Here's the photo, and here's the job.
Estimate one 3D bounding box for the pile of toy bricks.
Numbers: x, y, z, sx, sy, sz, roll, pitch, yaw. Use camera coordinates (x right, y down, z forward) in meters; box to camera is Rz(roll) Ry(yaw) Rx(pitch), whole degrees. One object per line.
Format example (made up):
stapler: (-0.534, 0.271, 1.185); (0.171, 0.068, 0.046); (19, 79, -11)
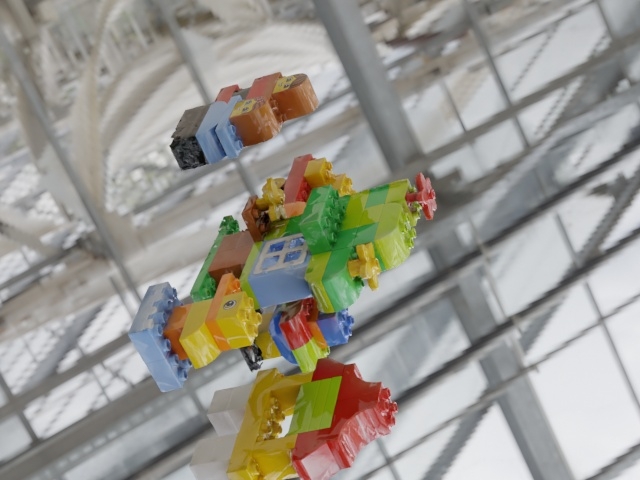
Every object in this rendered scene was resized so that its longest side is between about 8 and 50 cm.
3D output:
pile of toy bricks: (0.000, 0.000, 0.570); (0.105, 0.118, 0.212); (-13, -149, 20)
